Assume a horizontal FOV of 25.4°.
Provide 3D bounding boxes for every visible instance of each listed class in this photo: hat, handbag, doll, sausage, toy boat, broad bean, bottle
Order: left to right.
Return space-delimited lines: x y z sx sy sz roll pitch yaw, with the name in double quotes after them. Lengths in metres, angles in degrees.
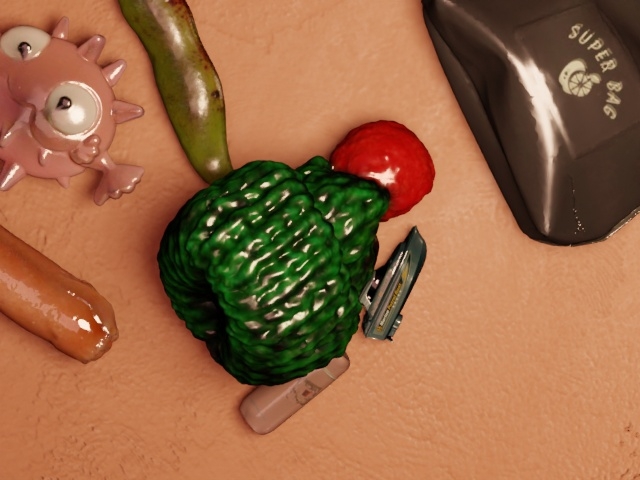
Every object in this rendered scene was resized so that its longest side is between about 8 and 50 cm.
-0.413 -0.001 1.682 0.419 0.094 0.094 38 114 -1 "sausage"
-0.313 -0.148 1.650 0.211 0.093 0.262 -39 90 2 "doll"
-0.165 -0.209 1.645 0.077 0.061 0.339 -23 94 15 "broad bean"
-0.030 0.171 1.687 0.140 0.053 0.053 -40 92 8 "bottle"
0.000 0.000 1.587 0.332 0.274 0.242 -35 91 -18 "hat"
0.085 0.047 1.659 0.060 0.055 0.141 24 100 -5 "toy boat"
0.303 -0.183 1.572 0.288 0.152 0.342 -26 95 -4 "handbag"
